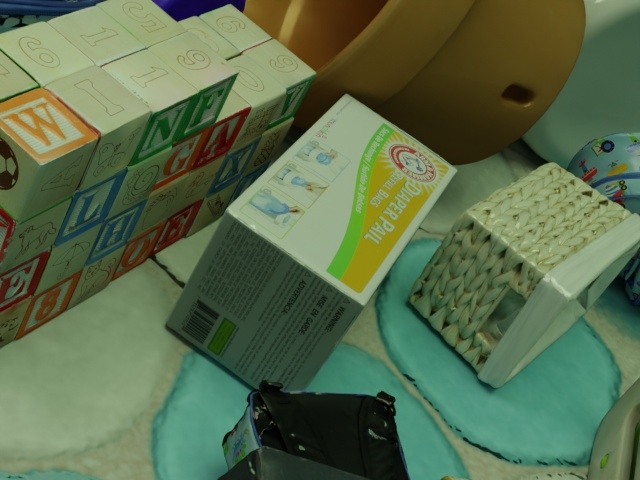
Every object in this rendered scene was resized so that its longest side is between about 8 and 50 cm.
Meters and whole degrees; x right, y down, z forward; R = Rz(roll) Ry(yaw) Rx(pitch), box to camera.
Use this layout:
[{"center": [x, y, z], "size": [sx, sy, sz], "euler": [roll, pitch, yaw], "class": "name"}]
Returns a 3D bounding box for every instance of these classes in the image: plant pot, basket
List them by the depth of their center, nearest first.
[{"center": [0.162, 0.020, 0.852], "size": [0.103, 0.113, 0.167], "euler": [42, 38, 17], "class": "basket"}, {"center": [0.084, -0.195, 0.930], "size": [0.203, 0.291, 0.290], "euler": [31, 33, -31], "class": "plant pot"}]

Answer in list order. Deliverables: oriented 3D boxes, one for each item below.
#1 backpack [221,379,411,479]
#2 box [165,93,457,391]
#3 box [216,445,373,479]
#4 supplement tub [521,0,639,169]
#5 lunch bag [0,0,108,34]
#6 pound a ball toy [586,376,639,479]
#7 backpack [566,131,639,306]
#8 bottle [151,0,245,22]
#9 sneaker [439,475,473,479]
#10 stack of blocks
[{"center": [0.001, 0.149, 0.617], "size": [0.105, 0.084, 0.114], "euler": [9, 38, -26], "class": "backpack"}, {"center": [0.000, 0.000, 0.761], "size": [0.103, 0.114, 0.203], "euler": [35, 36, 4], "class": "box"}, {"center": [0.078, 0.288, 0.386], "size": [0.343, 0.179, 0.312], "euler": [23, 41, -27], "class": "box"}, {"center": [0.265, -0.259, 1.130], "size": [0.241, 0.241, 0.331], "euler": [10, 42, -26], "class": "supplement tub"}, {"center": [-0.278, -0.285, 0.799], "size": [0.243, 0.115, 0.303], "euler": [-4, 82, -40], "class": "lunch bag"}, {"center": [0.290, 0.206, 0.714], "size": [0.208, 0.135, 0.319], "euler": [32, 38, 1], "class": "pound a ball toy"}, {"center": [0.296, -0.015, 0.957], "size": [0.173, 0.158, 0.116], "euler": [14, 57, -1], "class": "backpack"}, {"center": [-0.183, -0.277, 0.960], "size": [0.118, 0.092, 0.283], "euler": [-13, 56, -45], "class": "bottle"}, {"center": [0.102, 0.185, 0.692], "size": [0.037, 0.032, 0.083], "euler": [9, 43, -27], "class": "sneaker"}, {"center": [-0.126, -0.062, 0.696], "size": [0.087, 0.171, 0.297], "euler": [41, 38, 11], "class": "stack of blocks"}]
